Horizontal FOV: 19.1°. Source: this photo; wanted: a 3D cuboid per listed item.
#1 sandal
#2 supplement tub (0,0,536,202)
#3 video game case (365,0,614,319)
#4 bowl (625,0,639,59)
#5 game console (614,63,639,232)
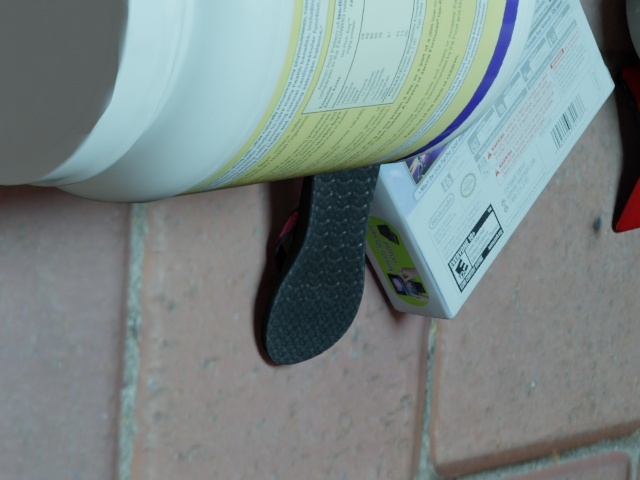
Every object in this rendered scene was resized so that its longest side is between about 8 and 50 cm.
[{"bbox_3d":[0.000,0.000,1.302,0.067,0.040,0.179,5,108,-30],"label":"sandal"},{"bbox_3d":[-0.059,-0.148,1.068,0.331,0.241,0.241,-11,104,-49],"label":"supplement tub"},{"bbox_3d":[0.097,-0.123,1.399,0.269,0.061,0.244,-52,132,-32],"label":"video game case"},{"bbox_3d":[0.352,-0.199,1.603,0.289,0.156,0.290,14,71,-47],"label":"bowl"},{"bbox_3d":[0.299,-0.087,1.685,0.144,0.085,0.124,-12,74,-49],"label":"game console"}]
